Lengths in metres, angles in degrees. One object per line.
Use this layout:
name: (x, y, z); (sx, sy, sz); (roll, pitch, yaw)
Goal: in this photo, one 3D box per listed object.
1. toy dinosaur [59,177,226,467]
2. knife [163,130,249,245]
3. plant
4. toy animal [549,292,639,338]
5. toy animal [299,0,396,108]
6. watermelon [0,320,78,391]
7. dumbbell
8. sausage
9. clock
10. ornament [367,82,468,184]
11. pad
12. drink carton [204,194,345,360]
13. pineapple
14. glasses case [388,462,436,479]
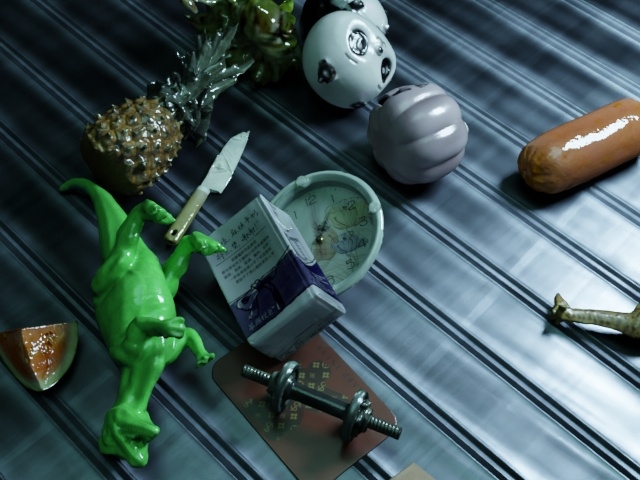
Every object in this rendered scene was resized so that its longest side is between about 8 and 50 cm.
toy dinosaur: (-0.334, 0.110, 1.551); (0.500, 0.144, 0.375); (16, 82, 47)
knife: (-0.192, -0.097, 1.730); (0.047, 0.017, 0.298); (18, 51, 11)
plant: (-0.095, -0.459, 1.921); (0.251, 0.180, 0.333); (31, 54, 9)
toy animal: (0.504, 0.114, 1.547); (0.275, 0.054, 0.149); (-14, 51, -10)
toy animal: (0.049, -0.359, 1.832); (0.165, 0.187, 0.235); (-32, 42, 27)
watermelon: (-0.446, 0.159, 1.486); (0.135, 0.094, 0.125); (10, 61, 13)
dumbbell: (-0.001, 0.234, 1.429); (0.254, 0.082, 0.082); (20, 55, 15)
sausage: (0.465, -0.163, 1.724); (0.259, 0.114, 0.113); (-25, 57, -19)
clock: (0.000, 0.000, 1.604); (0.236, 0.053, 0.237); (-12, 60, 22)
ornament: (0.174, -0.188, 1.704); (0.177, 0.177, 0.178); (0, 52, 0)
pad: (-0.027, 0.236, 1.483); (0.181, 0.004, 0.267); (-33, 59, -23)
drink carton: (-0.079, 0.055, 1.525); (0.134, 0.102, 0.222); (-39, 56, 12)
pineapple: (-0.259, -0.233, 1.746); (0.165, 0.166, 0.364); (31, 59, 22)
glasses case: (0.171, 0.390, 1.336); (0.193, 0.070, 0.102); (35, 32, 26)
